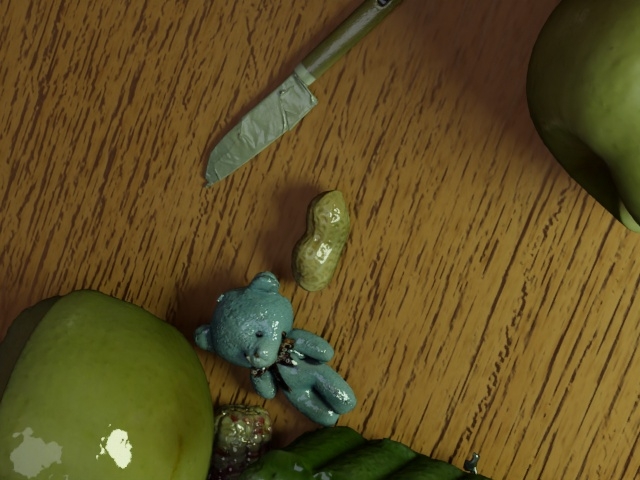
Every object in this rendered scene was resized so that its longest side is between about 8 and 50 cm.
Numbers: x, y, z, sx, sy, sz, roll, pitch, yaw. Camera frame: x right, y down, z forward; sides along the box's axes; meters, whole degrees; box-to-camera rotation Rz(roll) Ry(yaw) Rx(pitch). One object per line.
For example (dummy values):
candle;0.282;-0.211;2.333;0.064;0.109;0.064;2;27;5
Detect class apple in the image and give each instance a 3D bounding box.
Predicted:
apple;0.333;-0.132;1.589;0.292;0.292;0.254;44;88;5
apple;-0.226;0.196;1.818;0.233;0.295;0.257;18;72;-13

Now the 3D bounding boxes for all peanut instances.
peanut;0.000;0.000;1.829;0.054;0.054;0.113;20;108;12

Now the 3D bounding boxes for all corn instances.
corn;-0.099;0.285;1.901;0.079;0.079;0.237;11;104;14

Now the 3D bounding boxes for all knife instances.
knife;-0.022;-0.152;1.826;0.298;0.017;0.047;-41;94;18

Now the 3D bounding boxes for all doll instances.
doll;-0.045;0.125;1.853;0.120;0.075;0.180;-42;87;22

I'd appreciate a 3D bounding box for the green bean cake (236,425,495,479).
green bean cake;0.062;0.367;1.807;0.319;0.218;0.335;20;100;18
